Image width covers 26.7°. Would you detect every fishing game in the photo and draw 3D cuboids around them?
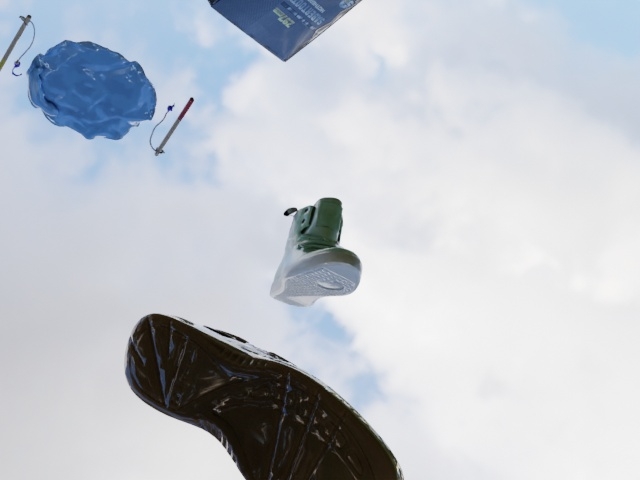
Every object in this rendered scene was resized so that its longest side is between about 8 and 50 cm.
[{"bbox_3d":[-0.316,-0.211,1.877,0.264,0.189,0.041,23,-132,-16],"label":"fishing game"}]

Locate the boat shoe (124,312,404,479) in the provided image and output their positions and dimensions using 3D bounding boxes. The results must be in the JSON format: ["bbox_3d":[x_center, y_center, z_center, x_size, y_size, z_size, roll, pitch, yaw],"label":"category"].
[{"bbox_3d":[-0.039,0.167,1.302,0.342,0.123,0.123,24,-171,36],"label":"boat shoe"}]

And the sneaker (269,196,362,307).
[{"bbox_3d":[-0.001,0.000,1.854,0.094,0.256,0.151,18,-104,-16],"label":"sneaker"}]

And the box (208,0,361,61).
[{"bbox_3d":[-0.053,-0.389,2.086,0.232,0.183,0.059,31,-153,-57],"label":"box"}]
